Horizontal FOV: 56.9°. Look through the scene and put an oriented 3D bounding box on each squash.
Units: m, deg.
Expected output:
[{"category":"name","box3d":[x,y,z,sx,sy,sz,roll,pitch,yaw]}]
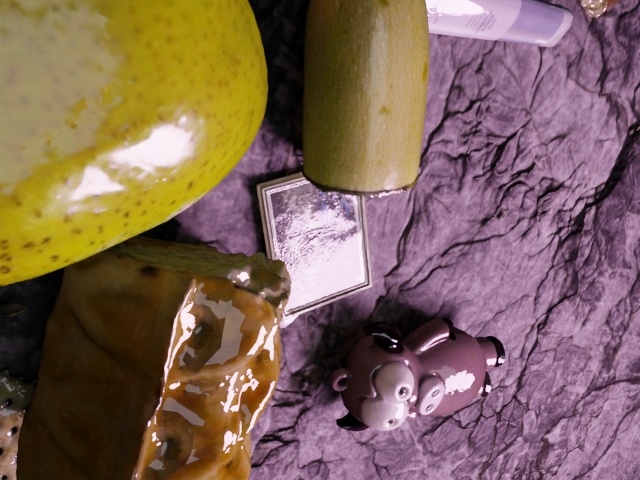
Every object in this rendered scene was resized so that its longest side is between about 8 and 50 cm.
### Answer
[{"category":"squash","box3d":[0.046,-0.180,0.602,0.133,0.132,0.246,-11,117,-24]}]

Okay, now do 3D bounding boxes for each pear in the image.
[{"category":"pear","box3d":[-0.222,-0.111,0.406,0.318,0.239,0.342,-52,127,-22]}]

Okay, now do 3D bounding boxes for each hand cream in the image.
[{"category":"hand cream","box3d":[0.186,-0.268,0.687,0.256,0.048,0.079,-3,145,-28]}]

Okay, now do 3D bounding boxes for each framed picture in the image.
[{"category":"framed picture","box3d":[0.000,0.000,0.721,0.142,0.011,0.183,-18,117,-24]}]

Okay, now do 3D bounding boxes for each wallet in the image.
[{"category":"wallet","box3d":[-0.052,0.070,0.731,0.044,0.011,0.083,-39,123,-9]}]

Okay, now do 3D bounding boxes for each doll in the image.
[{"category":"doll","box3d":[0.132,0.188,0.819,0.258,0.117,0.181,-1,117,-31]}]

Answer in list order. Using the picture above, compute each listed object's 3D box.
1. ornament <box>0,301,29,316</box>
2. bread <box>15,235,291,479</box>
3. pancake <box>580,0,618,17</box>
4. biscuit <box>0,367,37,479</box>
[{"category":"ornament","box3d":[-0.380,0.032,0.498,0.202,0.080,0.236,-46,125,-8]},{"category":"bread","box3d":[-0.156,0.124,0.582,0.239,0.196,0.251,3,101,-32]},{"category":"pancake","box3d":[0.332,-0.389,0.718,0.235,0.029,0.211,-4,108,-33]},{"category":"biscuit","box3d":[-0.324,0.218,0.638,0.203,0.016,0.144,35,91,-29]}]
